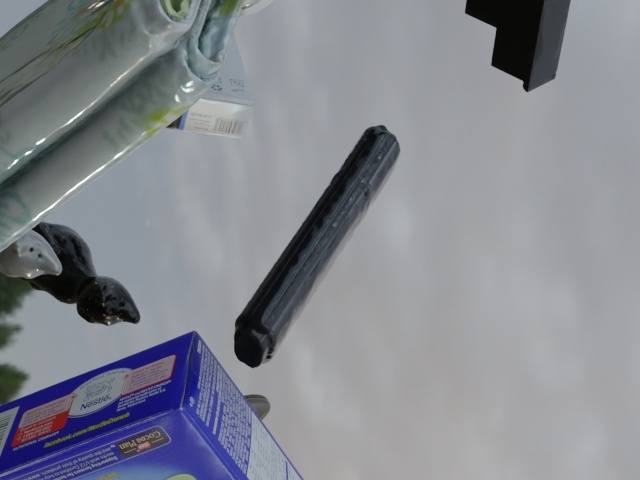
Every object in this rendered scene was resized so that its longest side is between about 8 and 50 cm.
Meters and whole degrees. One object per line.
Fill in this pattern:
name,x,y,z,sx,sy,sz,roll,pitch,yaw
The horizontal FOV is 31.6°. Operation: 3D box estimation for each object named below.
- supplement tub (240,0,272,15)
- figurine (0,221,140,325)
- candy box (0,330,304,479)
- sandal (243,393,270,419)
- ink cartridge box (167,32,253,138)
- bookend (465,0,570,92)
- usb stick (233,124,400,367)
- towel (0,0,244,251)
supplement tub,-0.133,-0.353,1.309,0.200,0.144,0.144,25,43,-62
figurine,-0.334,0.020,1.350,0.209,0.092,0.215,28,-7,45
candy box,-0.158,0.271,1.095,0.317,0.268,0.122,59,19,-29
sandal,-0.152,0.295,1.758,0.060,0.219,0.090,49,-65,21
ink cartridge box,-0.197,-0.261,1.518,0.332,0.165,0.065,-106,-152,-48
bookend,0.293,-0.336,1.738,0.156,0.072,0.157,33,-44,35
usb stick,0.000,0.000,1.072,0.045,0.278,0.077,29,-32,7
towel,-0.200,-0.128,0.886,0.090,0.374,0.320,46,29,-21
